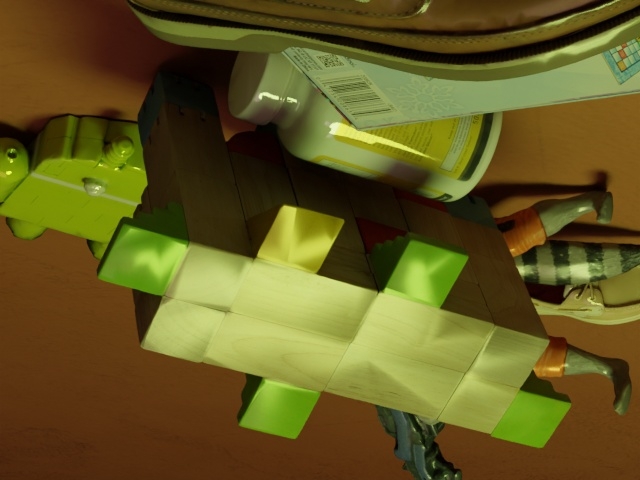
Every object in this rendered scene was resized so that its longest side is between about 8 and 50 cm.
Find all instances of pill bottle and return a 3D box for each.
[{"bbox_3d":[0.032,-0.099,1.217,0.184,0.103,0.103,17,158,-22],"label":"pill bottle"}]

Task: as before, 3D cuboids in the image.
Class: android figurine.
[{"bbox_3d":[-0.190,-0.041,1.518,0.248,0.056,0.273,17,159,-23],"label":"android figurine"}]

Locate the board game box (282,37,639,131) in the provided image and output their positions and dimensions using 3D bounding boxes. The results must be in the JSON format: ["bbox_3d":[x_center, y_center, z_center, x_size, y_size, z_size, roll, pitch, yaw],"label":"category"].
[{"bbox_3d":[0.082,-0.178,0.851,0.318,0.066,0.318,-5,150,31],"label":"board game box"}]

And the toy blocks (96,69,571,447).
[{"bbox_3d":[0.000,0.000,1.298,0.381,0.261,0.191,16,120,-21],"label":"toy blocks"}]

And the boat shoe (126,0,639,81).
[{"bbox_3d":[0.023,-0.142,0.742,0.307,0.111,0.104,-1,152,26],"label":"boat shoe"}]

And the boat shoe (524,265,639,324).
[{"bbox_3d":[0.240,0.043,1.570,0.170,0.063,0.059,-3,163,27],"label":"boat shoe"}]

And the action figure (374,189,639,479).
[{"bbox_3d":[0.128,0.078,1.538,0.330,0.178,0.341,3,128,28],"label":"action figure"}]
